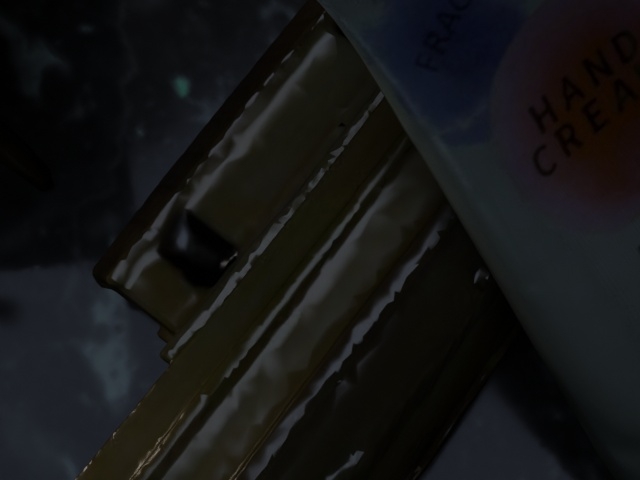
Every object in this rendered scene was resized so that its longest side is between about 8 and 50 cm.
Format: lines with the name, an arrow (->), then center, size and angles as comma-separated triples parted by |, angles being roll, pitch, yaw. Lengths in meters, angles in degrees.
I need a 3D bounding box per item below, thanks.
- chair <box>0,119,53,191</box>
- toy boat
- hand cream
chair -> -0.210, -0.115, 0.574 | 0.166, 0.272, 0.188 | -7, 80, 3
toy boat -> 0.000, 0.000, 0.612 | 0.162, 0.136, 0.445 | 34, 84, 22
hand cream -> 0.113, 0.001, 0.544 | 0.124, 0.078, 0.340 | -40, 122, -16
